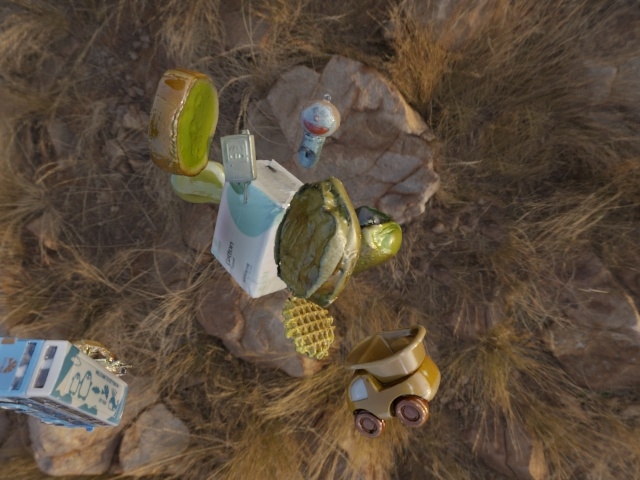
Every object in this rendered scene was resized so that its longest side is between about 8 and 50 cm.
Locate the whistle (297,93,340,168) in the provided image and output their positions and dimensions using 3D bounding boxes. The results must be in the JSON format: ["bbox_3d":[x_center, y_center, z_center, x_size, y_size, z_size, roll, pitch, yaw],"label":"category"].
[{"bbox_3d":[-0.024,-0.481,1.884,0.189,0.189,0.347,25,117,10],"label":"whistle"}]

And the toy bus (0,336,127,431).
[{"bbox_3d":[-0.468,0.269,0.765,0.131,0.297,0.106,0,57,-1],"label":"toy bus"}]

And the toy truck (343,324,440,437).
[{"bbox_3d":[0.189,0.369,1.123,0.288,0.204,0.211,-28,91,31],"label":"toy truck"}]

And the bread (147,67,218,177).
[{"bbox_3d":[-0.291,-0.250,0.913,0.070,0.236,0.235,15,93,3],"label":"bread"}]

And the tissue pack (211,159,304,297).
[{"bbox_3d":[-0.181,-0.042,1.299,0.266,0.194,0.356,42,128,30],"label":"tissue pack"}]

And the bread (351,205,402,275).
[{"bbox_3d":[0.124,0.023,1.607,0.377,0.251,0.208,-27,52,41],"label":"bread"}]

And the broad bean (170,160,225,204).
[{"bbox_3d":[-0.446,-0.223,1.635,0.121,0.263,0.189,50,121,37],"label":"broad bean"}]

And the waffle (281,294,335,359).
[{"bbox_3d":[-0.044,0.366,1.808,0.062,0.329,0.329,-36,83,27],"label":"waffle"}]

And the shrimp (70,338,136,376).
[{"bbox_3d":[-0.556,0.302,1.049,0.041,0.180,0.099,-33,50,45],"label":"shrimp"}]

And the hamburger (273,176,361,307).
[{"bbox_3d":[-0.001,0.002,0.922,0.265,0.135,0.284,-55,36,31],"label":"hamburger"}]

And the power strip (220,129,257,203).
[{"bbox_3d":[-0.192,-0.174,1.007,0.075,0.042,0.175,-3,105,5],"label":"power strip"}]
